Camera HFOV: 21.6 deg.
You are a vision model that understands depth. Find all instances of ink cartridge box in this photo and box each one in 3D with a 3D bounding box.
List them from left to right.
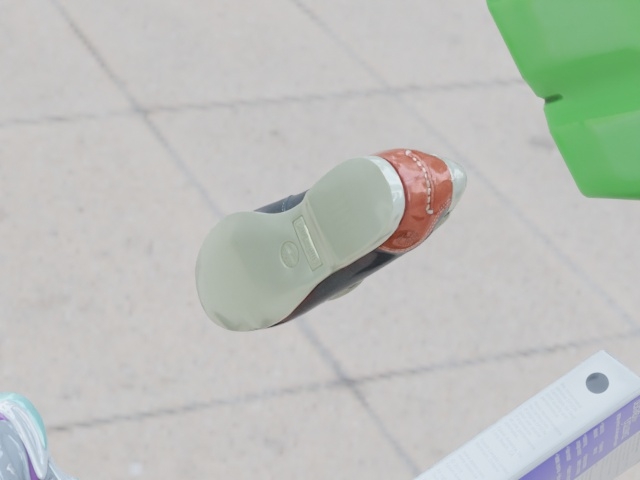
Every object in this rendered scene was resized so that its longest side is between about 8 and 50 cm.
[{"bbox_3d":[0.159,0.143,1.123,0.208,0.206,0.045,-31,68,-6],"label":"ink cartridge box"}]

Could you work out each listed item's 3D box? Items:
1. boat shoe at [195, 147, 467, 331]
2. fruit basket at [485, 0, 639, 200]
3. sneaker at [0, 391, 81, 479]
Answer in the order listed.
[{"bbox_3d":[0.000,0.000,0.656,0.043,0.137,0.049,-13,78,-42],"label":"boat shoe"},{"bbox_3d":[0.240,-0.209,0.850,0.392,0.392,0.283,25,41,26],"label":"fruit basket"},{"bbox_3d":[-0.140,0.126,0.773,0.038,0.098,0.069,-25,15,33],"label":"sneaker"}]
